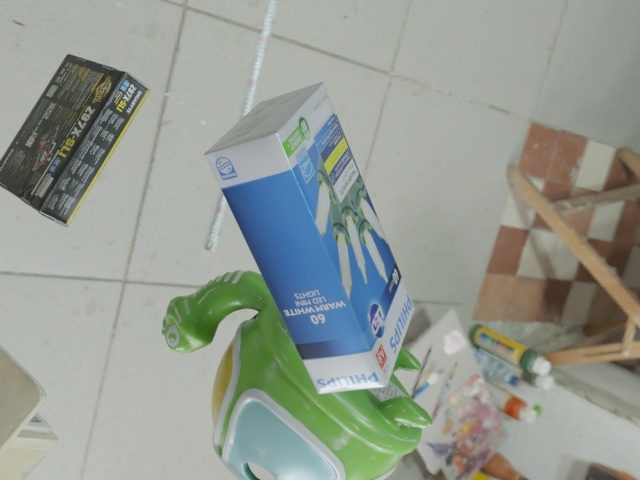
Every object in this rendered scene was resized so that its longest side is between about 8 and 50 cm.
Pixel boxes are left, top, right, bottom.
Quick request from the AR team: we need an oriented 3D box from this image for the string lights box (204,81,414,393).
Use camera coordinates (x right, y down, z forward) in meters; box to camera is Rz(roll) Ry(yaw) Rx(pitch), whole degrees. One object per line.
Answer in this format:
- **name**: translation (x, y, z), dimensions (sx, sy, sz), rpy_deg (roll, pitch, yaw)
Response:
- **string lights box**: translation (0.000, 0.000, 0.725), dimensions (0.260, 0.076, 0.133), rpy_deg (66, 28, -22)

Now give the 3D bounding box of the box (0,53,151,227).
- **box**: translation (-0.515, -0.213, 1.568), dimensions (0.079, 0.257, 0.322), rpy_deg (36, 81, -48)

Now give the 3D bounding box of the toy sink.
- **toy sink**: translation (-0.449, 0.250, 0.998), dimensions (0.234, 0.153, 0.131), rpy_deg (-52, 162, -7)

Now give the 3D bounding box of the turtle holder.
- **turtle holder**: translation (-0.038, 0.186, 0.943), dimensions (0.320, 0.243, 0.227), rpy_deg (35, 105, -26)
